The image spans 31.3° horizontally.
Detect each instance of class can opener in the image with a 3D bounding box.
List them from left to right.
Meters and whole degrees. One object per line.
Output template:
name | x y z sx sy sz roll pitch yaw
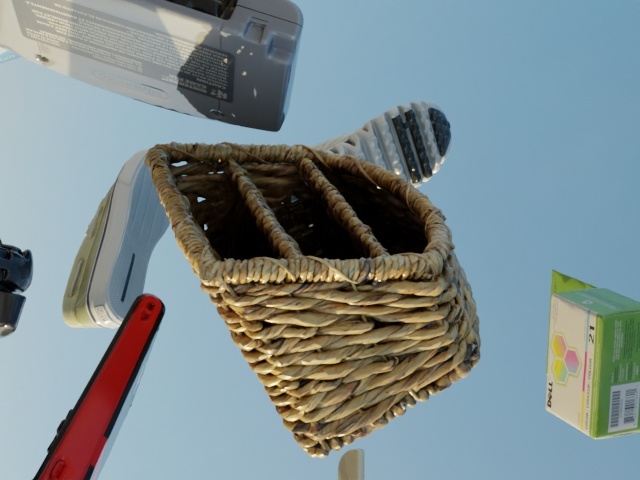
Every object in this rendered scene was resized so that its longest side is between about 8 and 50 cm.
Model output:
can opener | -0.267 0.032 0.844 0.186 0.059 0.073 -5 -119 52

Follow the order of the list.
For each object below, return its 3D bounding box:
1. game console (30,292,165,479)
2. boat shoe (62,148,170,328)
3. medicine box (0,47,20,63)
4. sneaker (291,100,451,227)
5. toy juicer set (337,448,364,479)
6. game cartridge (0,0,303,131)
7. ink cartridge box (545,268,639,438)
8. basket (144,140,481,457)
game console | -0.266 0.253 1.179 0.386 0.060 0.342 124 -11 -64
boat shoe | -0.285 -0.009 1.587 0.094 0.109 0.302 -9 -135 23
medicine box | -0.586 -0.332 1.590 0.289 0.264 0.149 80 -8 -80
sneaker | 0.040 -0.098 1.421 0.118 0.292 0.110 12 -56 53
toy juicer set | -0.078 0.365 1.169 0.089 0.329 0.209 8 61 -79
game cartridge | -0.165 -0.187 1.009 0.198 0.297 0.062 109 -1 -75
ink cartridge box | 0.381 0.164 1.721 0.255 0.097 0.188 -153 -120 -64
basket | 0.000 0.000 1.022 0.214 0.223 0.299 -30 -153 -2
